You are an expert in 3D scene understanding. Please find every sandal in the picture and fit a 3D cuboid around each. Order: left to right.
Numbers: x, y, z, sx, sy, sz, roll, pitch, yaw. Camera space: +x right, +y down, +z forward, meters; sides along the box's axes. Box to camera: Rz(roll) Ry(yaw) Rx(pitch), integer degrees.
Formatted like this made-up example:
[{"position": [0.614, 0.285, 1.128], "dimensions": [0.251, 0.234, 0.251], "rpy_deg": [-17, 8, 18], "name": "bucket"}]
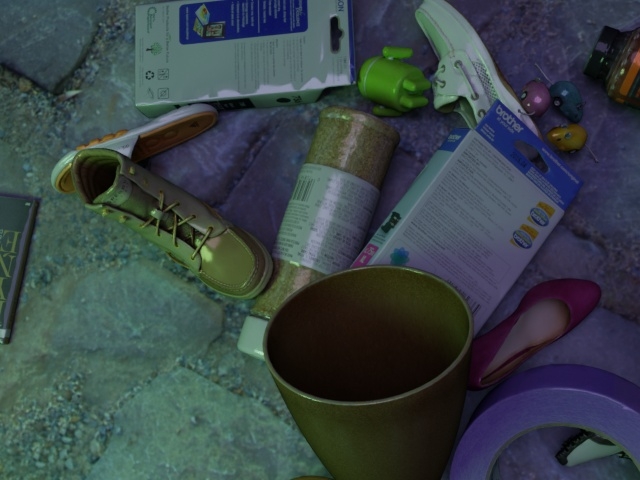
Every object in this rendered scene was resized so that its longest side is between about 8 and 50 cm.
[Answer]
[{"position": [-0.264, -0.115, 1.269], "dimensions": [0.265, 0.102, 0.076], "rpy_deg": [-24, 73, 2], "name": "sandal"}]

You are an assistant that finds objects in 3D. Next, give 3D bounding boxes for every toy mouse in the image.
[{"position": [0.318, -0.189, 1.182], "dimensions": [0.031, 0.161, 0.143], "rpy_deg": [-35, 54, 46], "name": "toy mouse"}]

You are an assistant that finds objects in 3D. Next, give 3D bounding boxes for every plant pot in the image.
[{"position": [0.071, 0.200, 1.042], "dimensions": [0.237, 0.237, 0.254], "rpy_deg": [-8, 123, 5], "name": "plant pot"}]

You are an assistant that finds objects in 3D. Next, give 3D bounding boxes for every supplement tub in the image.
[{"position": [0.456, -0.218, 1.165], "dimensions": [0.197, 0.106, 0.106], "rpy_deg": [25, 84, 13], "name": "supplement tub"}]

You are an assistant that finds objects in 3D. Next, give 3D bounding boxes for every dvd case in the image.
[{"position": [-0.528, 0.037, 1.327], "dimensions": [0.164, 0.018, 0.221], "rpy_deg": [7, 81, 11], "name": "dvd case"}]

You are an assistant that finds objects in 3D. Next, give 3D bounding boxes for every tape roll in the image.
[{"position": [0.298, 0.292, 1.049], "dimensions": [0.274, 0.090, 0.275], "rpy_deg": [4, 101, 19], "name": "tape roll"}]

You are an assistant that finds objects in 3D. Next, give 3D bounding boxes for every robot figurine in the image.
[{"position": [0.100, -0.222, 1.235], "dimensions": [0.115, 0.067, 0.101], "rpy_deg": [29, 124, 37], "name": "robot figurine"}]

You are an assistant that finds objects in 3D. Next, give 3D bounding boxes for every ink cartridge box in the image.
[{"position": [-0.109, -0.279, 1.294], "dimensions": [0.332, 0.065, 0.166], "rpy_deg": [-3, 79, 10], "name": "ink cartridge box"}, {"position": [0.189, -0.010, 1.151], "dimensions": [0.185, 0.065, 0.311], "rpy_deg": [38, 89, -19], "name": "ink cartridge box"}]

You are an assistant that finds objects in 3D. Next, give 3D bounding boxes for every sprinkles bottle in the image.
[{"position": [0.000, 0.000, 1.191], "dimensions": [0.121, 0.121, 0.356], "rpy_deg": [18, 83, 12], "name": "sprinkles bottle"}]

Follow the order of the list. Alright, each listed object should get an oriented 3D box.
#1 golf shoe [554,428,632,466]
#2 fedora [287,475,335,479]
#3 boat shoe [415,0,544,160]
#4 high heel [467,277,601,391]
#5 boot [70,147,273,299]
[{"position": [0.397, 0.253, 1.098], "dimensions": [0.198, 0.077, 0.094], "rpy_deg": [-26, 76, 5], "name": "golf shoe"}, {"position": [-0.001, 0.401, 1.135], "dimensions": [0.194, 0.079, 0.194], "rpy_deg": [-1, 81, 8], "name": "fedora"}, {"position": [0.197, -0.214, 1.211], "dimensions": [0.096, 0.098, 0.277], "rpy_deg": [-32, 77, 2], "name": "boat shoe"}, {"position": [0.270, 0.117, 1.103], "dimensions": [0.244, 0.117, 0.082], "rpy_deg": [-18, 104, -12], "name": "high heel"}, {"position": [-0.197, -0.025, 1.149], "dimensions": [0.262, 0.203, 0.095], "rpy_deg": [37, 92, 37], "name": "boot"}]
